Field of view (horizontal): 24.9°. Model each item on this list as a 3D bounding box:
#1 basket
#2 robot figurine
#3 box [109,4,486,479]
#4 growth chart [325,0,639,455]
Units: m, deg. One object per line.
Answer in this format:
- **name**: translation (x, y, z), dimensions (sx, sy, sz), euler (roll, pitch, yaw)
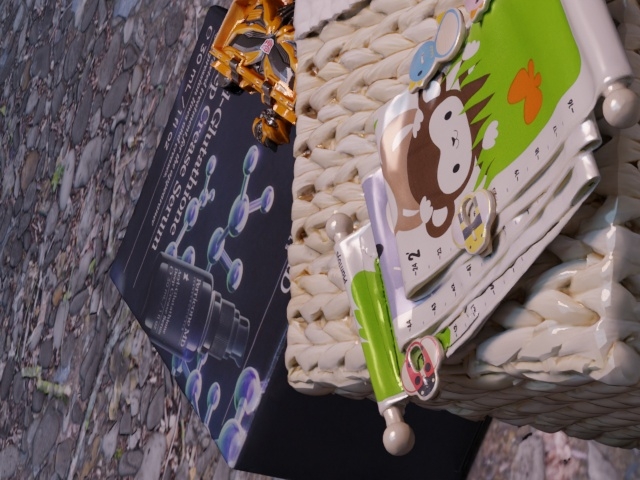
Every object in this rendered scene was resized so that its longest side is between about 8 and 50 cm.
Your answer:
- **basket**: translation (0.181, -0.026, 0.821), dimensions (0.331, 0.328, 0.266), euler (-11, 69, 60)
- **robot figurine**: translation (0.030, -0.194, 1.029), dimensions (0.211, 0.085, 0.291), euler (37, 96, 41)
- **box**: translation (0.000, 0.000, 1.274), dimensions (0.395, 0.212, 0.293), euler (44, 115, 59)
- **growth chart**: translation (0.067, -0.037, 0.681), dimensions (0.237, 0.021, 0.172), euler (-59, 35, 35)
